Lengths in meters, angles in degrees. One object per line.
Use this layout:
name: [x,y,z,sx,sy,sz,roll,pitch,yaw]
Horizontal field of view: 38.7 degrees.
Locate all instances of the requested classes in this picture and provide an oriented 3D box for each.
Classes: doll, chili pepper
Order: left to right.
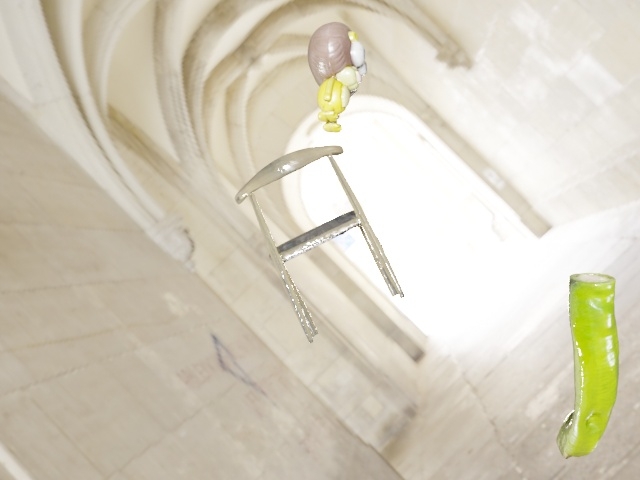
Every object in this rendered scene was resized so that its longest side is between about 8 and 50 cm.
doll: [0.031,-0.264,1.481,0.096,0.188,0.145,-5,-5,19]
chili pepper: [0.229,0.115,0.778,0.052,0.050,0.202,-49,-38,-48]

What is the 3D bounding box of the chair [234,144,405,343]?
chair: [0.000,0.000,1.438,0.188,0.272,0.166,-25,-2,-1]
